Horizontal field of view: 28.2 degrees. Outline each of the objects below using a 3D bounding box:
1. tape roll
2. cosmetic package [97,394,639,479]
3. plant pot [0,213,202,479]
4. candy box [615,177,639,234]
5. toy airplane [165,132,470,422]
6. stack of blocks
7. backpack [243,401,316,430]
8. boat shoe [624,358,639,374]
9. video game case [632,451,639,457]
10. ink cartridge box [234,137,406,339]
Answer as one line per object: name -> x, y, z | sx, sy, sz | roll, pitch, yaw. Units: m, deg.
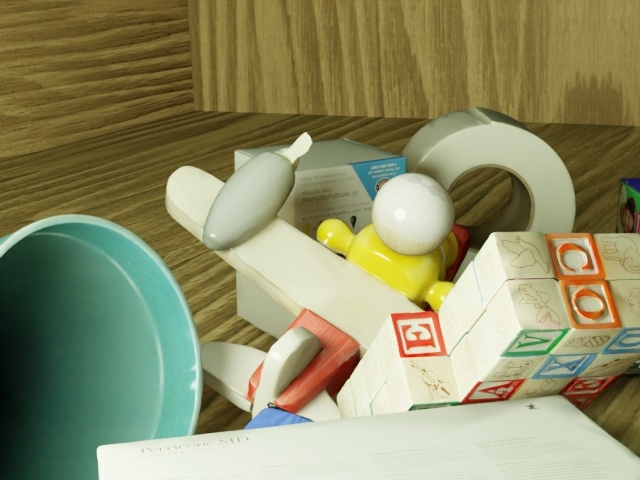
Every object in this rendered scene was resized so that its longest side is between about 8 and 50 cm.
tape roll -> 0.233, -0.061, 1.850 | 0.246, 0.246, 0.169 | -2, 13, -1
cosmetic package -> 0.044, 0.208, 0.868 | 0.377, 0.097, 0.284 | -5, 14, -11
plant pot -> -0.293, 0.127, 1.171 | 0.255, 0.271, 0.272 | -10, 6, 39
candy box -> 0.602, -0.011, 1.841 | 0.268, 0.122, 0.317 | -2, 13, -3
toy airplane -> 0.045, 0.052, 1.334 | 0.386, 0.272, 0.384 | 11, 31, -23
stack of blocks -> 0.139, 0.105, 1.067 | 0.171, 0.087, 0.297 | -1, -31, -18
backpack -> -0.012, 0.212, 1.087 | 0.120, 0.098, 0.101 | 8, 46, 35
boat shoe -> 0.375, 0.102, 1.423 | 0.306, 0.113, 0.105 | 6, 24, -17
video game case -> 0.326, 0.211, 1.054 | 0.173, 0.022, 0.190 | 8, 0, 17
ink cartridge box -> 0.000, 0.000, 1.656 | 0.171, 0.232, 0.168 | -10, 18, -29
